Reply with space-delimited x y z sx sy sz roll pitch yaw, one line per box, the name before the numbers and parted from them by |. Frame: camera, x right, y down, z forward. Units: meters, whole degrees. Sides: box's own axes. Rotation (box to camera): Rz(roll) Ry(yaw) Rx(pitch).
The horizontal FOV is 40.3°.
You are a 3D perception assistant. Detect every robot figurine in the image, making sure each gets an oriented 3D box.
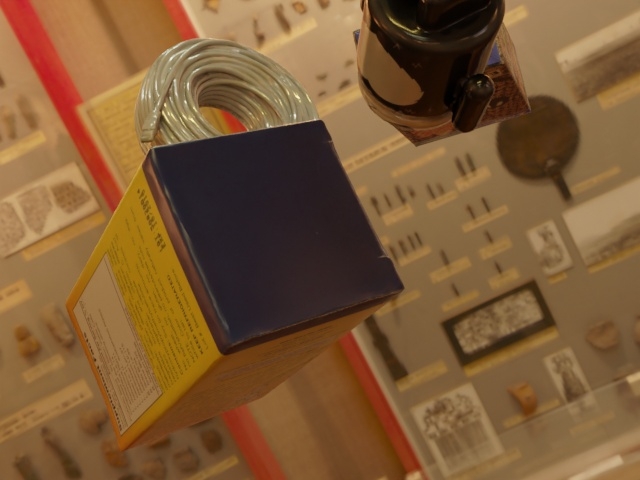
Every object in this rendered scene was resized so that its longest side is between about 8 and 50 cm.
robot figurine | 0.132 -0.257 1.108 0.174 0.209 0.278 7 -24 0

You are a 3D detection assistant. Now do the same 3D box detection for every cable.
cable | -0.126 -0.162 1.203 0.089 0.257 0.257 -49 33 46

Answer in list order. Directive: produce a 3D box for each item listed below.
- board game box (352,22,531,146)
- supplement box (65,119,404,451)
board game box | 0.222 -0.294 1.535 0.232 0.141 0.291 -15 -13 20
supplement box | -0.110 0.058 0.909 0.195 0.194 0.356 -15 -18 -34
